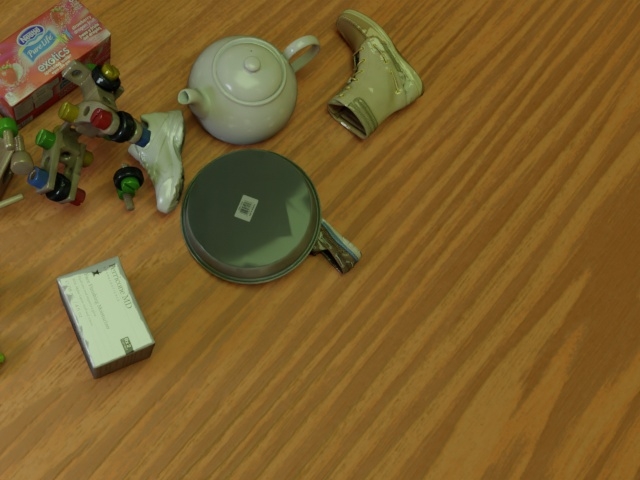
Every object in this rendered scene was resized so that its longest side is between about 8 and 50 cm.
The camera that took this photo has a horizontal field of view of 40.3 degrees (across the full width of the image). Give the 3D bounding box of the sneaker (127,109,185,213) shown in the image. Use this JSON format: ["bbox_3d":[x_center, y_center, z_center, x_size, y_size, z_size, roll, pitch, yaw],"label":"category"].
[{"bbox_3d":[-0.337,-0.161,1.792,0.115,0.090,0.232,1,65,-8],"label":"sneaker"}]

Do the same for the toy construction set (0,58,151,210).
[{"bbox_3d":[-0.492,-0.223,1.666,0.309,0.257,0.237,0,54,-30],"label":"toy construction set"}]

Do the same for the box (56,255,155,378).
[{"bbox_3d":[-0.400,0.147,1.627,0.119,0.182,0.180,-22,81,-19],"label":"box"}]

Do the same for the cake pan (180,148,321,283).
[{"bbox_3d":[-0.144,-0.058,1.786,0.293,0.054,0.293,0,75,0],"label":"cake pan"}]

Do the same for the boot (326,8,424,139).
[{"bbox_3d":[0.081,-0.372,1.952,0.203,0.095,0.262,-41,92,-20],"label":"boot"}]

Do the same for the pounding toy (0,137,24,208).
[{"bbox_3d":[-0.651,-0.108,1.680,0.181,0.094,0.206,22,70,-7],"label":"pounding toy"}]

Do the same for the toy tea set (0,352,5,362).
[{"bbox_3d":[-0.751,0.153,1.591,0.336,0.124,0.199,2,103,-18],"label":"toy tea set"}]

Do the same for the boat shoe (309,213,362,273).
[{"bbox_3d":[0.000,0.000,1.836,0.183,0.066,0.066,37,70,-2],"label":"boat shoe"}]

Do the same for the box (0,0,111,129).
[{"bbox_3d":[-0.557,-0.359,1.759,0.122,0.128,0.257,46,69,1],"label":"box"}]

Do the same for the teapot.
[{"bbox_3d":[-0.151,-0.335,1.829,0.253,0.187,0.255,17,70,-10],"label":"teapot"}]
